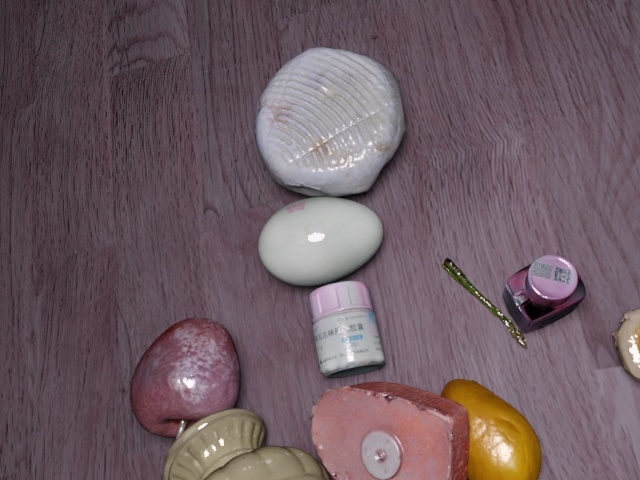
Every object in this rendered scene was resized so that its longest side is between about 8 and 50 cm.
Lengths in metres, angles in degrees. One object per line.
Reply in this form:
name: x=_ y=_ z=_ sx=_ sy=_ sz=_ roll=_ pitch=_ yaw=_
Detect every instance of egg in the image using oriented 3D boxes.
egg: x=0.000 y=0.000 z=1.206 sx=0.263 sy=0.183 sz=0.183 roll=-11 pitch=70 yaw=6

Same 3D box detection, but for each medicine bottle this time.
medicine bottle: x=0.050 y=0.178 z=1.163 sx=0.135 sy=0.135 sz=0.169 roll=-15 pitch=68 yaw=12
medicine bottle: x=0.402 y=0.091 z=1.048 sx=0.119 sy=0.188 sz=0.095 roll=-26 pitch=67 yaw=3

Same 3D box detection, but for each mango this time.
mango: x=0.301 y=0.348 z=1.047 sx=0.147 sy=0.109 sz=0.227 roll=-36 pitch=58 yaw=11

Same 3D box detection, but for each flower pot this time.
flower pot: x=-0.140 y=0.465 z=1.055 sx=0.307 sy=0.307 sz=0.244 roll=-45 pitch=47 yaw=-1

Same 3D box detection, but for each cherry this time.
cherry: x=-0.269 y=0.286 z=1.169 sx=0.235 sy=0.213 sz=0.286 roll=-13 pitch=51 yaw=27

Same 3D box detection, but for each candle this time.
candle: x=0.145 y=0.374 z=1.044 sx=0.287 sy=0.131 sz=0.317 roll=-50 pitch=62 yaw=27

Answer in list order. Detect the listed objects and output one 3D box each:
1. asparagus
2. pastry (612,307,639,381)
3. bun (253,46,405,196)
asparagus: x=0.327 y=0.122 z=1.156 sx=0.023 sy=0.022 sz=0.233 roll=-34 pitch=64 yaw=-15
pastry: x=0.600 y=0.188 z=1.018 sx=0.165 sy=0.088 sz=0.166 roll=-4 pitch=73 yaw=14
bun: x=0.019 y=-0.243 z=1.272 sx=0.354 sy=0.194 sz=0.355 roll=-5 pitch=70 yaw=13
